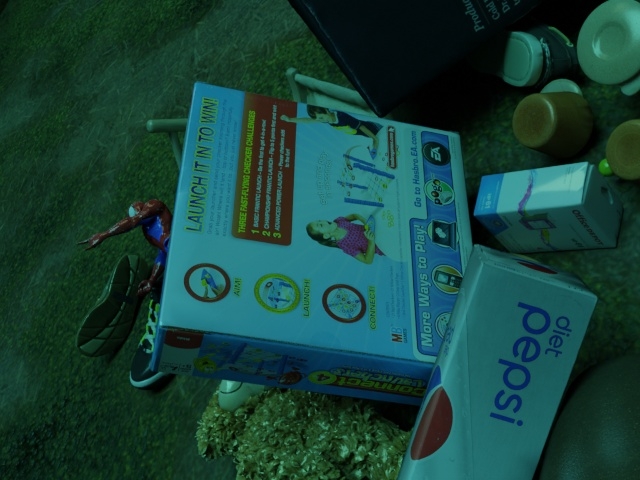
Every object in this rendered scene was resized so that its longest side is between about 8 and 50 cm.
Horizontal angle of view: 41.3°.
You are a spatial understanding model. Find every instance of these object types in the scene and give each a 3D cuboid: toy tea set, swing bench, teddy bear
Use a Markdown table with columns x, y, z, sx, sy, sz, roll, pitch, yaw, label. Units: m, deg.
| x | y | z | sx | sy | sz | roll | pitch | yaw | label |
| --- | --- | --- | --- | --- | --- | --- | --- | --- | --- |
| 0.356 | -0.136 | 0.851 | 0.336 | 0.124 | 0.200 | 27 | 111 | 48 | toy tea set |
| -0.054 | -0.101 | 1.136 | 0.255 | 0.165 | 0.253 | -25 | 30 | -23 | swing bench |
| -0.017 | 0.215 | 0.918 | 0.245 | 0.113 | 0.338 | -46 | 39 | 4 | teddy bear |

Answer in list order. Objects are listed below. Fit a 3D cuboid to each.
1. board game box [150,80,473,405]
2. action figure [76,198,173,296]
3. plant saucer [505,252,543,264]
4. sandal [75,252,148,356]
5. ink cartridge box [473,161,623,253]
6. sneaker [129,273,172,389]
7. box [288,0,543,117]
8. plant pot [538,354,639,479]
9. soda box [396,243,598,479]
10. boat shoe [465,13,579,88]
| x | y | z | sx | sy | sz | roll | pitch | yaw | label |
| --- | --- | --- | --- | --- | --- | --- | --- | --- | --- |
| 0.000 | 0.000 | 0.865 | 0.086 | 0.302 | 0.308 | 113 | 163 | -51 | board game box |
| -0.210 | 0.040 | 1.125 | 0.139 | 0.091 | 0.280 | -35 | 49 | -15 | action figure |
| 0.165 | 0.097 | 0.888 | 0.200 | 0.037 | 0.200 | -25 | 45 | 29 | plant saucer |
| -0.330 | 0.104 | 1.351 | 0.049 | 0.072 | 0.180 | -17 | 47 | 56 | sandal |
| 0.235 | -0.031 | 0.875 | 0.122 | 0.088 | 0.052 | -7 | 56 | 41 | ink cartridge box |
| -0.224 | 0.097 | 1.222 | 0.084 | 0.097 | 0.234 | 17 | 73 | 50 | sneaker |
| 0.128 | -0.480 | 1.084 | 0.472 | 0.297 | 0.480 | -34 | 34 | 6 | box |
| 0.243 | 0.203 | 0.619 | 0.215 | 0.215 | 0.230 | -28 | 30 | 27 | plant pot |
| 0.134 | 0.155 | 0.718 | 0.091 | 0.098 | 0.286 | -58 | -15 | -78 | soda box |
| 0.239 | -0.243 | 1.056 | 0.228 | 0.069 | 0.081 | -116 | 25 | -58 | boat shoe |
